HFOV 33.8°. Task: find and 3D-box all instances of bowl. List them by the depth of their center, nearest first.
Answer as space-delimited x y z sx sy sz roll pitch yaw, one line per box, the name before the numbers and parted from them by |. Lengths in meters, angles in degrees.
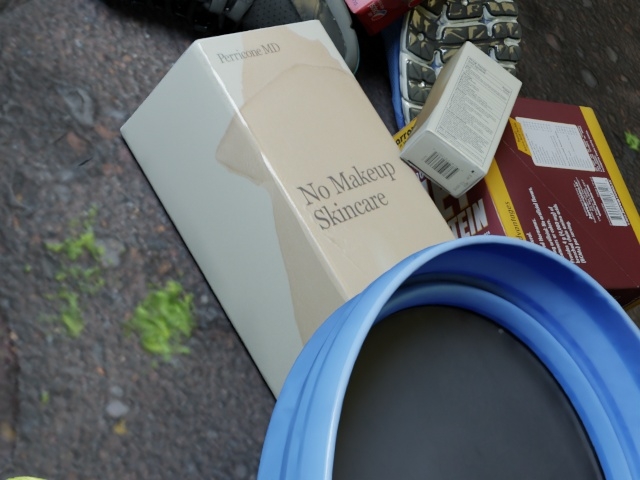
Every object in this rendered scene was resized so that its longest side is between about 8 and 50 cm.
bowl | 0.119 0.193 0.643 0.391 0.077 0.391 18 62 -39

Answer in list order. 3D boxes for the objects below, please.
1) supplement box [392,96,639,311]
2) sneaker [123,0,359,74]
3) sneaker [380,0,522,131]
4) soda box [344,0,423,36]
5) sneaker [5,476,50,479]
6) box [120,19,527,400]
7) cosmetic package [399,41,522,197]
supplement box | 0.170 -0.014 0.935 0.194 0.129 0.191 1 62 -39
sneaker | -0.119 -0.227 0.875 0.341 0.125 0.139 41 66 -9
sneaker | 0.105 -0.240 1.036 0.130 0.147 0.330 4 80 -24
soda box | 0.005 -0.316 0.923 0.263 0.092 0.083 58 9 10
sneaker | -0.123 0.266 0.514 0.123 0.109 0.295 22 59 -49
box | 0.000 0.000 0.791 0.148 0.121 0.311 -24 79 -47
cosmetic package | 0.110 -0.095 0.820 0.060 0.041 0.115 37 50 -9
